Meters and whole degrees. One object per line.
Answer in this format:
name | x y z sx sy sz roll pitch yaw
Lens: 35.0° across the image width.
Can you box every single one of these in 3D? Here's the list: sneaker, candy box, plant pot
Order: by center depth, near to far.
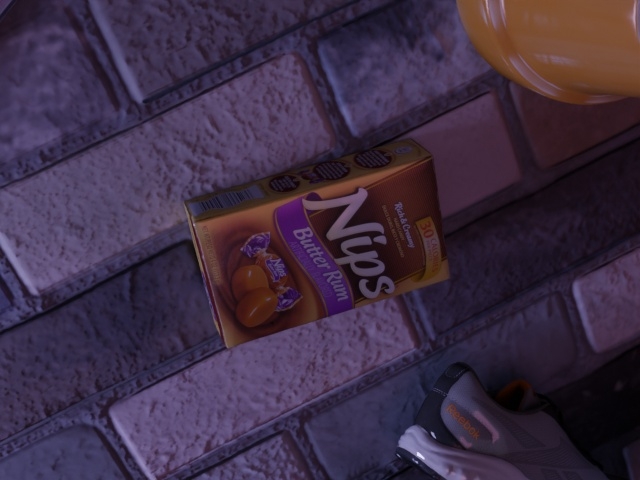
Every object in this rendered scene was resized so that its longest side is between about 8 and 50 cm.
plant pot | 0.221 -0.179 0.691 0.205 0.188 0.205 -7 114 -15
candy box | 0.000 0.000 0.777 0.186 0.053 0.109 -17 116 -11
sneaker | 0.196 0.189 0.897 0.271 0.100 0.108 26 86 -29

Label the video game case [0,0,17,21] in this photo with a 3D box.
video game case | -0.324 -0.144 0.628 0.196 0.026 0.274 38 97 -27
